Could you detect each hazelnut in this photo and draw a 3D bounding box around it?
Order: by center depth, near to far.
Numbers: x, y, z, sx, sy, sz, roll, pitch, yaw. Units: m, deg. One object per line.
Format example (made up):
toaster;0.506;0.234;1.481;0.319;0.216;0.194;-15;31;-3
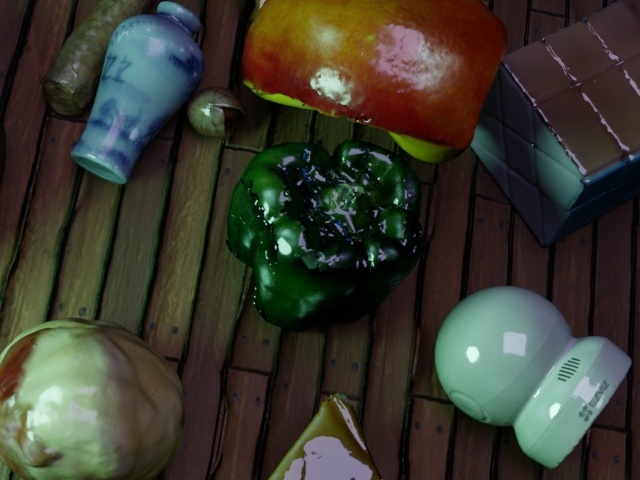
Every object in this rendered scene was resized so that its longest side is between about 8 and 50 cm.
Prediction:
hazelnut;-0.290;0.215;1.598;0.261;0.261;0.241;8;98;-7
hazelnut;-0.148;-0.183;1.851;0.086;0.086;0.086;4;66;-8

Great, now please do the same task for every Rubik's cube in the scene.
Rubik's cube;0.369;-0.162;1.853;0.224;0.231;0.221;-27;73;-17

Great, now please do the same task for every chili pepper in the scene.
chili pepper;0.000;0.000;1.705;0.248;0.257;0.233;6;61;-9

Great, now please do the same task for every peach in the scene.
peach;0.086;-0.258;1.748;0.380;0.306;0.242;28;106;24

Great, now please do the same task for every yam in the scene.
yam;-0.296;-0.337;1.894;0.081;0.081;0.357;25;64;1

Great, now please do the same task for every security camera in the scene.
security camera;0.265;0.165;1.718;0.236;0.194;0.194;34;65;9

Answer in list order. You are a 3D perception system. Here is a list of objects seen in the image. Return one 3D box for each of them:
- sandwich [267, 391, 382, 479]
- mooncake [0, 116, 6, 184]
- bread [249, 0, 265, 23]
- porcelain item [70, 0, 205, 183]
sandwich;-0.028;0.332;1.607;0.198;0.155;0.227;-15;70;-16
mooncake;-0.598;-0.111;1.675;0.378;0.201;0.379;4;65;-8
bread;-0.036;-0.374;1.968;0.187;0.065;0.149;-29;85;-23
porcelain item;-0.252;-0.210;1.811;0.141;0.141;0.259;27;77;2
